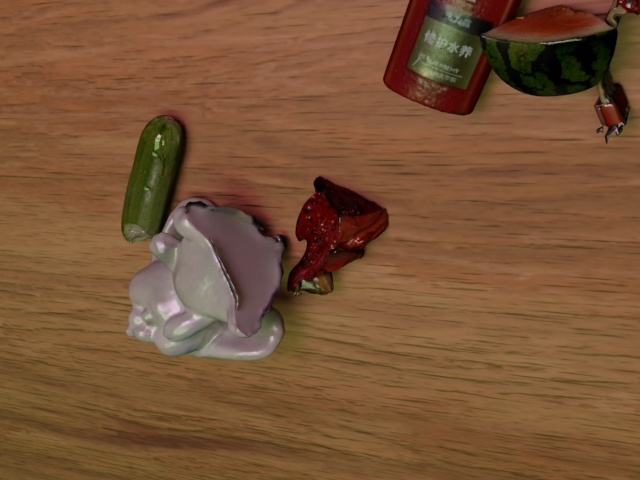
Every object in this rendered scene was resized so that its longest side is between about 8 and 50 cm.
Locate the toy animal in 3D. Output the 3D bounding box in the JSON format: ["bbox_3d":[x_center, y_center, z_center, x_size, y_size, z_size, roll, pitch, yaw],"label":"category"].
[{"bbox_3d":[-0.177,0.059,1.117,0.289,0.174,0.249,-4,98,39],"label":"toy animal"}]

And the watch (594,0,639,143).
[{"bbox_3d":[0.378,-0.162,0.789,0.164,0.102,0.268,13,132,25],"label":"watch"}]

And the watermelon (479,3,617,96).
[{"bbox_3d":[0.239,-0.215,0.788,0.135,0.125,0.094,16,80,3],"label":"watermelon"}]

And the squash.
[{"bbox_3d":[-0.258,-0.085,1.124,0.069,0.069,0.239,28,126,7],"label":"squash"}]

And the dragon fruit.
[{"bbox_3d":[-0.005,0.011,1.052,0.122,0.092,0.192,37,127,0],"label":"dragon fruit"}]

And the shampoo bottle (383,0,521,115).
[{"bbox_3d":[0.169,-0.292,0.803,0.118,0.076,0.314,25,126,7],"label":"shampoo bottle"}]
